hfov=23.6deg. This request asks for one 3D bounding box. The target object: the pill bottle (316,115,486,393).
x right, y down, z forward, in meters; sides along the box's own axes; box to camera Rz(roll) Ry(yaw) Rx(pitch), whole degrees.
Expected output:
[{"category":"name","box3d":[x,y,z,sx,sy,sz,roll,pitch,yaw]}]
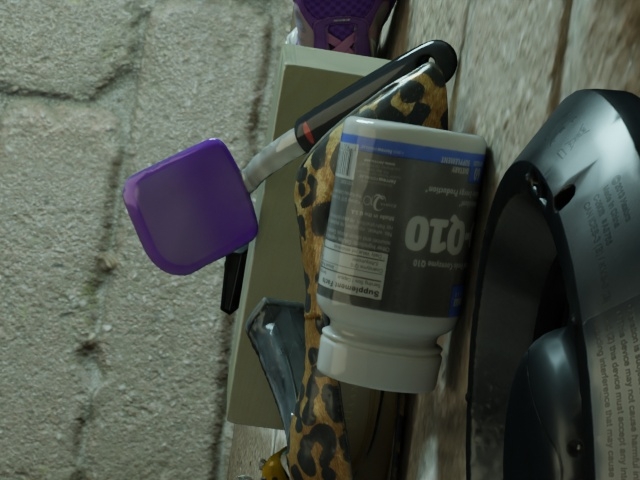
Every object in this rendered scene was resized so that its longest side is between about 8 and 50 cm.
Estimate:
[{"category":"pill bottle","box3d":[0.040,0.007,0.809,0.078,0.078,0.137,-126,45,-82]}]

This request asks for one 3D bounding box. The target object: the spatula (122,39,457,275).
[{"category":"spatula","box3d":[-0.022,-0.059,1.022,0.296,0.030,0.084,-28,82,40]}]

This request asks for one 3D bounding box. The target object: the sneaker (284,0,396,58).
[{"category":"sneaker","box3d":[0.018,-0.163,1.303,0.236,0.095,0.105,99,171,-70]}]

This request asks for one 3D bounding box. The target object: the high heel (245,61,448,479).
[{"category":"high heel","box3d":[0.042,0.041,0.905,0.261,0.093,0.186,-62,38,36]}]

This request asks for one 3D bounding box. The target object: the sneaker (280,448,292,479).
[{"category":"sneaker","box3d":[0.004,0.197,1.062,0.166,0.065,0.076,-72,-26,-79]}]

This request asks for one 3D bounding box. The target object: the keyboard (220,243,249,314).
[{"category":"keyboard","box3d":[-0.038,-0.009,1.484,0.180,0.023,0.108,-39,-30,-49]}]

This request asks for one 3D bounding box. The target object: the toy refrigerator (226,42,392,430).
[{"category":"toy refrigerator","box3d":[0.000,0.000,1.123,0.094,0.102,0.270,-100,18,-73]}]

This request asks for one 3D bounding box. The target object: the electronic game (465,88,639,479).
[{"category":"electronic game","box3d":[0.079,0.070,0.448,0.229,0.048,0.229,-179,90,-87]}]

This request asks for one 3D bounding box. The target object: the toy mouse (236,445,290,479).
[{"category":"toy mouse","box3d":[-0.026,0.223,1.125,0.161,0.031,0.143,39,-143,-60]}]
